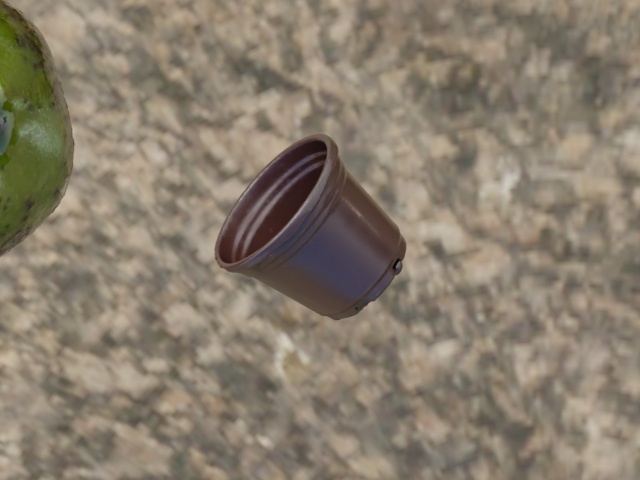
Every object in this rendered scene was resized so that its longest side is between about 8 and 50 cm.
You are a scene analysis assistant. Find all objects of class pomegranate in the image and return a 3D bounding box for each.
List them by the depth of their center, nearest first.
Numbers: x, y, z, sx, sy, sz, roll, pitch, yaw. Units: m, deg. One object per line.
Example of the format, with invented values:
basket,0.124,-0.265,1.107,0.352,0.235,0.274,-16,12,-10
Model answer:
pomegranate,-0.306,-0.063,1.344,0.276,0.222,0.204,-24,29,25

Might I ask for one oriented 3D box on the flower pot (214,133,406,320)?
flower pot,0.000,0.000,1.283,0.089,0.111,0.111,40,82,-22
